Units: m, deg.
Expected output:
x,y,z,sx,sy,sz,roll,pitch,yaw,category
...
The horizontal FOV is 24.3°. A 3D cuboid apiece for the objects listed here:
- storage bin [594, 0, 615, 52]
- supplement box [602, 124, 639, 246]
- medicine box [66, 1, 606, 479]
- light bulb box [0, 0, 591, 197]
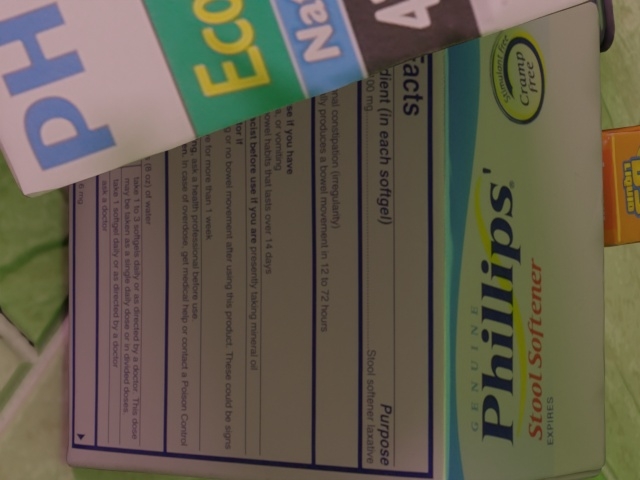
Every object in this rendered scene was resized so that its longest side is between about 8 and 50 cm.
x,y,z,sx,sy,sz,roll,pitch,yaw,category
0.170,-0.214,1.205,0.091,0.098,0.135,-8,94,-21,storage bin
0.123,-0.032,1.019,0.080,0.233,0.078,-8,93,-49,supplement box
0.000,0.000,0.834,0.149,0.289,0.264,4,85,-48,medicine box
-0.066,-0.259,0.605,0.361,0.225,0.358,-101,171,-69,light bulb box
